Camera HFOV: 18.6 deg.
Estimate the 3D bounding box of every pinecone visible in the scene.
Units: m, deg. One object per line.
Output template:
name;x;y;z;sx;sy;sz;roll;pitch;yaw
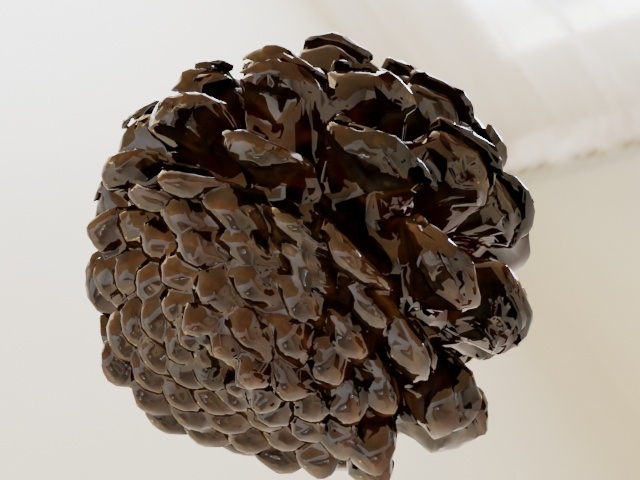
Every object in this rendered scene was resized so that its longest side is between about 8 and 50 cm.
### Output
pinecone;0.000;0.000;0.919;0.221;0.221;0.221;-33;-165;10
